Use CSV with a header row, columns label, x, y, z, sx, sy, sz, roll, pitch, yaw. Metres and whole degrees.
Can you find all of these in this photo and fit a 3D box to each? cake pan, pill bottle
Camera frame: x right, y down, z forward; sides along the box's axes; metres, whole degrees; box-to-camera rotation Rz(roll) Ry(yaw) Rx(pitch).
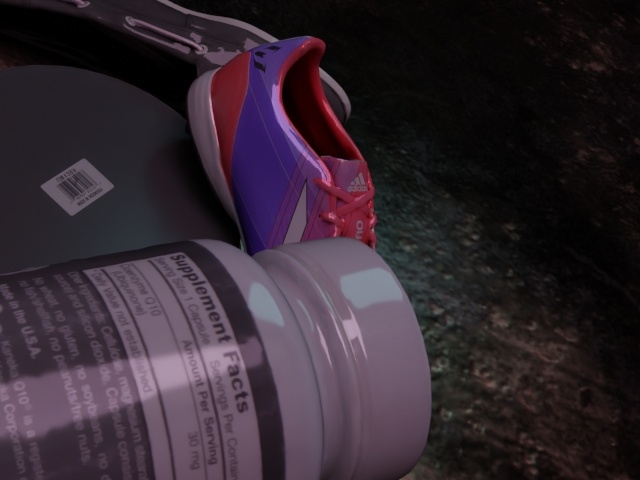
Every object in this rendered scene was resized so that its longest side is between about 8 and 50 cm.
label,x,y,z,sx,sy,sz,roll,pitch,yaw
cake pan,-0.189,-0.024,0.940,0.293,0.054,0.293,15,49,-18
pill bottle,-0.127,0.110,0.745,0.361,0.204,0.204,-10,61,-28

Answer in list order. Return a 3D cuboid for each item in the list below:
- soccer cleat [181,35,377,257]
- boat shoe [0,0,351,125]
label,x,y,z,sx,sy,sz,roll,pitch,yaw
soccer cleat,0.000,0.000,0.936,0.108,0.116,0.318,-13,80,-58
boat shoe,-0.140,-0.154,1.044,0.335,0.112,0.095,28,63,0
